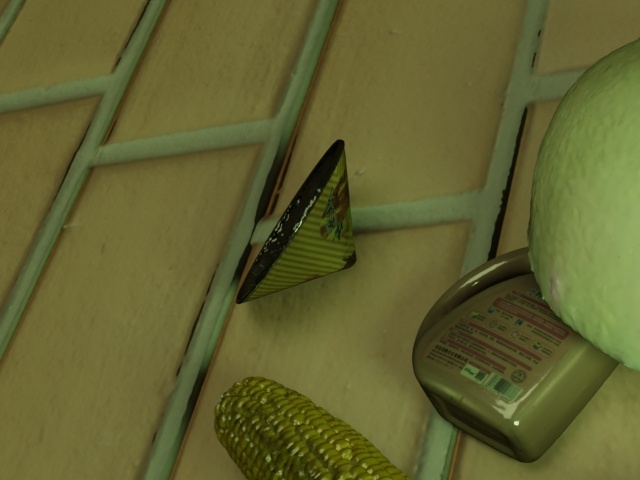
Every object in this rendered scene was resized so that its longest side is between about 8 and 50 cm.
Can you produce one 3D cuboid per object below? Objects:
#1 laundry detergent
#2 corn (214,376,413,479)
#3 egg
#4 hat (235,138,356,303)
[{"bbox_3d":[0.184,0.060,1.141,0.171,0.076,0.237,25,67,44],"label":"laundry detergent"},{"bbox_3d":[0.013,0.205,1.105,0.101,0.101,0.310,-41,40,-7],"label":"corn"},{"bbox_3d":[0.313,-0.069,1.037,0.337,0.201,0.337,-5,44,5],"label":"egg"},{"bbox_3d":[0.000,0.000,1.325,0.193,0.082,0.193,-57,7,11],"label":"hat"}]
